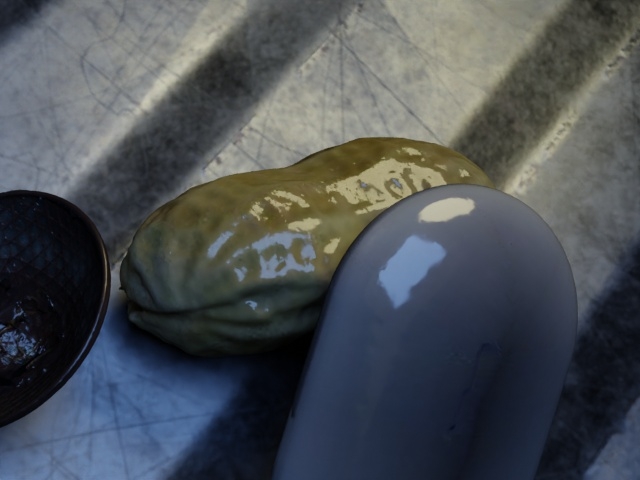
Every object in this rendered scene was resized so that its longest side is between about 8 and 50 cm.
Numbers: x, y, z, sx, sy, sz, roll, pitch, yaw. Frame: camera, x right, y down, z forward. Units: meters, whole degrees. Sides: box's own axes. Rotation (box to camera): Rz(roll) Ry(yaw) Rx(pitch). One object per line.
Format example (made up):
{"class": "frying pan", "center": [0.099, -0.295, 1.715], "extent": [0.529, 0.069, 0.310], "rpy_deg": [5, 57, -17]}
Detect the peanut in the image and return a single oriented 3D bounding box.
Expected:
{"class": "peanut", "center": [0.000, 0.000, 1.169], "extent": [0.313, 0.149, 0.149], "rpy_deg": [-17, 74, -29]}

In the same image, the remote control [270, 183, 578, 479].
{"class": "remote control", "center": [0.079, 0.122, 1.103], "extent": [0.221, 0.103, 0.332], "rpy_deg": [17, 93, -34]}

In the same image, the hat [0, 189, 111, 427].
{"class": "hat", "center": [-0.222, 0.065, 1.106], "extent": [0.193, 0.082, 0.193], "rpy_deg": [-12, 58, 20]}
